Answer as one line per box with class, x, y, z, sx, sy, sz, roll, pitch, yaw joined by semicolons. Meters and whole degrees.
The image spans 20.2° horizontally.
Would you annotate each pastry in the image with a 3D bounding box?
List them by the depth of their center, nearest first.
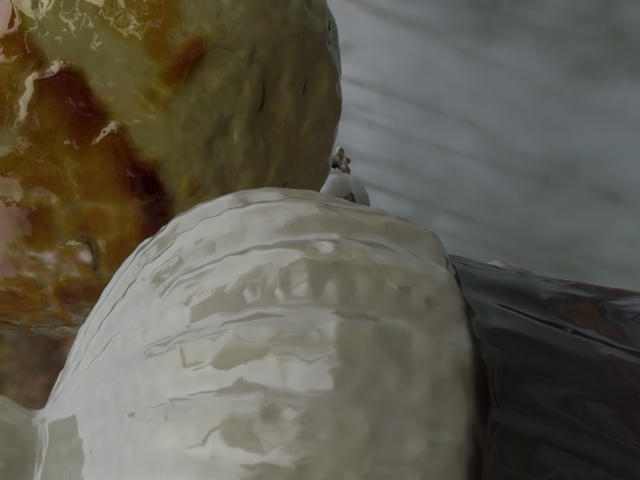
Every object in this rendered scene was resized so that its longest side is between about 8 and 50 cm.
pastry;-0.182;-0.103;1.259;0.312;0.388;0.388;-49;-7;-44

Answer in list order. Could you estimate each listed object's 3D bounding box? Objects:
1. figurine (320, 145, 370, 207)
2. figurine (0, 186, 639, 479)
figurine;0.000;0.000;1.476;0.132;0.132;0.153;123;143;-51
figurine;0.076;0.078;0.489;0.204;0.332;0.185;66;-154;-56
